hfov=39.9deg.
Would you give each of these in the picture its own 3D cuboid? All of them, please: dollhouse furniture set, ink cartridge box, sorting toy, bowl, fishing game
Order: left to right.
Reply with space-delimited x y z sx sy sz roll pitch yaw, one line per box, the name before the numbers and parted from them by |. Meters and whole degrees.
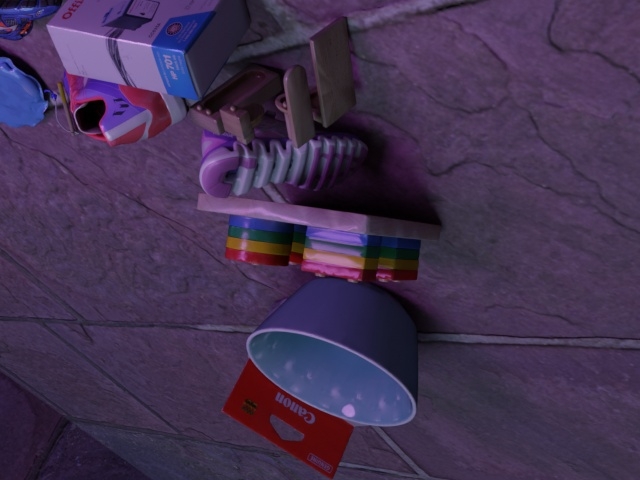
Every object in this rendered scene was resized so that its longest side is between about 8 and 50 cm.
fishing game | -0.523 -0.252 1.414 0.264 0.041 0.189 12 149 7
ink cartridge box | -0.202 -0.255 1.051 0.191 0.139 0.082 15 147 19
dollhouse furniture set | -0.066 -0.201 1.059 0.151 0.144 0.123 29 146 32
ink cartridge box | -0.020 0.283 1.677 0.275 0.238 0.060 36 150 -18
sorting toy | 0.000 0.000 1.224 0.256 0.089 0.257 9 -178 28
bowl | 0.043 0.176 1.533 0.312 0.163 0.311 19 150 11

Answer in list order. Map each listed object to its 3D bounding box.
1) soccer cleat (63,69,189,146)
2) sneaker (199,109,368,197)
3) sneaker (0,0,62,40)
soccer cleat | -0.295 -0.191 1.177 0.318 0.116 0.108 23 143 51
sneaker | -0.053 -0.125 1.150 0.237 0.104 0.095 -5 141 -25
sneaker | -0.416 -0.318 1.198 0.221 0.083 0.087 7 159 40
